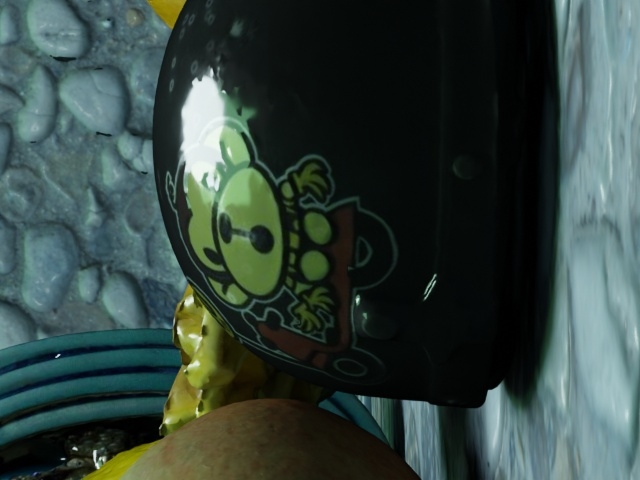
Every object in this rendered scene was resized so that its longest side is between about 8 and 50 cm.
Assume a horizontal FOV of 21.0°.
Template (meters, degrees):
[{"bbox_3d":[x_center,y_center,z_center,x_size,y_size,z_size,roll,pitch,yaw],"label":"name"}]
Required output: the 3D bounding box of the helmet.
[{"bbox_3d":[0.006,-0.054,0.770,0.279,0.160,0.231,-94,3,-52],"label":"helmet"}]

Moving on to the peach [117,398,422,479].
[{"bbox_3d":[-0.039,0.210,0.857,0.252,0.252,0.253,180,90,-88],"label":"peach"}]

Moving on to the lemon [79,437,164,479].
[{"bbox_3d":[-0.064,0.273,1.110,0.285,0.285,0.316,92,177,-46],"label":"lemon"}]

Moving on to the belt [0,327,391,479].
[{"bbox_3d":[-0.151,0.225,1.403,0.173,0.436,0.300,79,-174,-83],"label":"belt"}]

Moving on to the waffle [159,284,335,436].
[{"bbox_3d":[-0.003,-0.001,1.015,0.312,0.060,0.307,-36,-41,-59],"label":"waffle"}]

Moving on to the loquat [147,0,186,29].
[{"bbox_3d":[-0.058,-0.275,1.381,0.263,0.263,0.263,180,90,-88],"label":"loquat"}]
